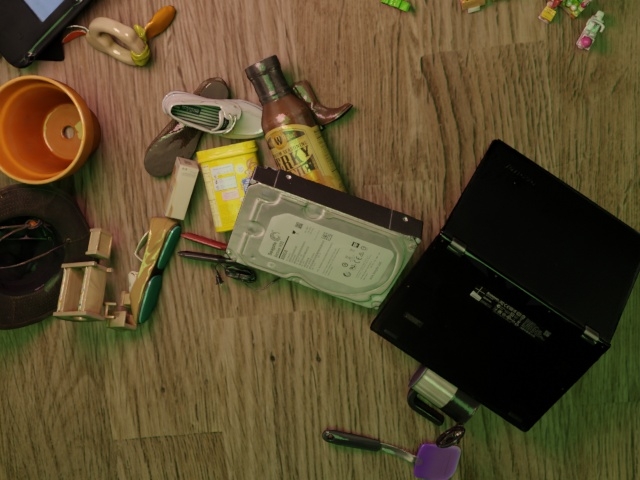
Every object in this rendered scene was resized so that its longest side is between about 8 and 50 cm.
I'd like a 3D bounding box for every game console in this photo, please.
[{"bbox_3d":[-0.593,-0.441,1.646,0.122,0.071,0.107,4,67,4],"label":"game console"},{"bbox_3d":[-0.572,-0.588,1.568,0.386,0.060,0.342,-42,78,9],"label":"game console"}]

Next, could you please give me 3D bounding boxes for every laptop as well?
[{"bbox_3d":[0.381,0.090,1.578,0.381,0.236,0.408,34,117,1],"label":"laptop"}]

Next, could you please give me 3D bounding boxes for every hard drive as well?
[{"bbox_3d":[0.000,0.000,1.531,0.338,0.064,0.237,21,136,-6],"label":"hard drive"}]

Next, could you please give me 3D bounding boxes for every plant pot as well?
[{"bbox_3d":[-0.534,-0.218,1.577,0.205,0.188,0.205,1,96,6],"label":"plant pot"}]

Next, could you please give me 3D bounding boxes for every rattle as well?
[{"bbox_3d":[-0.420,-0.445,1.603,0.199,0.130,0.143,19,87,29],"label":"rattle"}]

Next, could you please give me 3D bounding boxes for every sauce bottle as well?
[{"bbox_3d":[-0.050,-0.195,1.565,0.111,0.111,0.345,-25,98,8],"label":"sauce bottle"}]

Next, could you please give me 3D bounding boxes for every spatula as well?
[{"bbox_3d":[0.147,0.447,1.673,0.296,0.030,0.084,13,100,3],"label":"spatula"}]

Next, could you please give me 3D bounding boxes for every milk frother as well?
[{"bbox_3d":[0.241,0.329,1.595,0.134,0.143,0.129,36,102,1],"label":"milk frother"}]

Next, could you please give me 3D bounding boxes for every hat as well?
[{"bbox_3d":[-0.633,0.015,1.625,0.134,0.331,0.331,34,101,42],"label":"hat"}]

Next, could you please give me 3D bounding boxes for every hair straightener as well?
[{"bbox_3d":[-0.191,0.053,1.657,0.230,0.047,0.089,15,98,-1],"label":"hair straightener"}]

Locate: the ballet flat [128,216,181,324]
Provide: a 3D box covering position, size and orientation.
[{"bbox_3d":[-0.363,0.059,1.658,0.073,0.080,0.232,21,89,12],"label":"ballet flat"}]

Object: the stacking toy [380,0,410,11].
[{"bbox_3d":[0.101,-0.569,1.550,0.221,0.052,0.167,23,100,0],"label":"stacking toy"}]

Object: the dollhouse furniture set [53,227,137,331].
[{"bbox_3d":[-0.461,0.088,1.661,0.101,0.161,0.182,-5,70,28],"label":"dollhouse furniture set"}]

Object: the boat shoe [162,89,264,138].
[{"bbox_3d":[-0.201,-0.238,1.564,0.226,0.076,0.083,6,116,-19],"label":"boat shoe"}]

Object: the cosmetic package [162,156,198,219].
[{"bbox_3d":[-0.288,-0.107,1.619,0.041,0.060,0.115,13,108,-23],"label":"cosmetic package"}]

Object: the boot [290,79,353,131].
[{"bbox_3d":[-0.005,-0.287,1.599,0.106,0.037,0.114,-33,89,10],"label":"boot"}]

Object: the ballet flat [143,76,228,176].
[{"bbox_3d":[-0.278,-0.236,1.624,0.084,0.058,0.250,31,106,-31],"label":"ballet flat"}]

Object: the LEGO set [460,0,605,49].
[{"bbox_3d":[0.413,-0.471,1.501,0.286,0.107,0.132,20,98,3],"label":"LEGO set"}]

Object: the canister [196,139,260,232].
[{"bbox_3d":[-0.175,-0.110,1.616,0.126,0.073,0.170,-11,97,7],"label":"canister"}]
